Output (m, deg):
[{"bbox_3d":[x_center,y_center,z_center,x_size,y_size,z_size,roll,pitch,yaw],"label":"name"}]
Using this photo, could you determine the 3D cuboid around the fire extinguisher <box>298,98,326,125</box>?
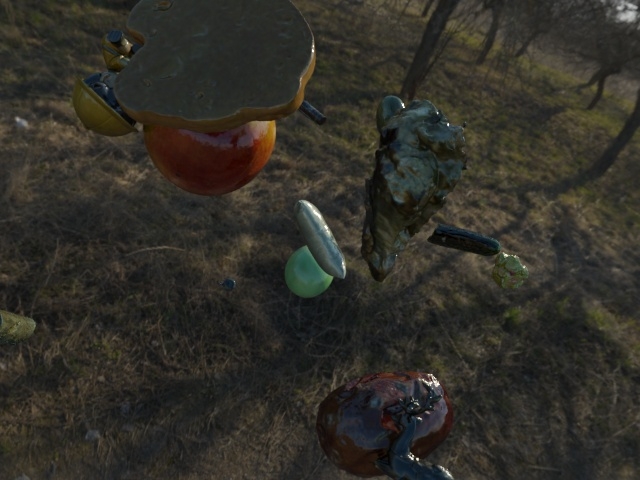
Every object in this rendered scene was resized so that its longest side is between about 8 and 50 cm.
[{"bbox_3d":[-0.044,-0.530,1.678,0.064,0.043,0.158,-40,67,-16],"label":"fire extinguisher"}]

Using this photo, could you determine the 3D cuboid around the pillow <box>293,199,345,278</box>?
[{"bbox_3d":[0.000,0.001,1.162,0.078,0.144,0.253,-29,93,-8],"label":"pillow"}]

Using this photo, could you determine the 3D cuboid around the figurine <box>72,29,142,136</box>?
[{"bbox_3d":[-0.543,-0.401,1.072,0.167,0.256,0.192,14,-1,6],"label":"figurine"}]

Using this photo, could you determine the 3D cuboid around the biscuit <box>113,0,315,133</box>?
[{"bbox_3d":[-0.189,-0.332,0.727,0.352,0.057,0.311,-16,74,-4],"label":"biscuit"}]

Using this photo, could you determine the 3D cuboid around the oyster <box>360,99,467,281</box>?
[{"bbox_3d":[0.146,-0.085,0.763,0.133,0.336,0.197,1,34,-12],"label":"oyster"}]

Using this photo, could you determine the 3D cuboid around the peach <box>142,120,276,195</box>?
[{"bbox_3d":[-0.330,-0.306,1.225,0.389,0.388,0.388,16,36,-12],"label":"peach"}]

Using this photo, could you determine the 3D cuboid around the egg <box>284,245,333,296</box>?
[{"bbox_3d":[-0.047,0.137,1.878,0.221,0.220,0.269,29,43,6],"label":"egg"}]

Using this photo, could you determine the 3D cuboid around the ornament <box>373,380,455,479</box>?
[{"bbox_3d":[0.253,0.466,0.966,0.202,0.235,0.080,14,-11,29],"label":"ornament"}]

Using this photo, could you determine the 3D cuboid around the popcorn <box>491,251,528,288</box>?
[{"bbox_3d":[0.544,0.088,1.194,0.109,0.097,0.089,56,-1,-37],"label":"popcorn"}]

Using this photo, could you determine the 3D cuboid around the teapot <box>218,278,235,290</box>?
[{"bbox_3d":[-0.379,0.184,1.660,0.064,0.083,0.049,-8,76,-21],"label":"teapot"}]

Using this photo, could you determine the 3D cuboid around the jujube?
[{"bbox_3d":[0.182,0.503,1.155,0.377,0.276,0.276,-13,49,-26],"label":"jujube"}]

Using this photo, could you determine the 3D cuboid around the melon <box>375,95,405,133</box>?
[{"bbox_3d":[0.263,-0.447,1.516,0.114,0.167,0.114,-3,8,0],"label":"melon"}]

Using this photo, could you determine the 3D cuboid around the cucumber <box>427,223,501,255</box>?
[{"bbox_3d":[0.460,-0.001,1.312,0.075,0.074,0.242,-15,23,-43],"label":"cucumber"}]

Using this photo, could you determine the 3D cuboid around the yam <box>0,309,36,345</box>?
[{"bbox_3d":[-0.981,0.270,1.268,0.107,0.183,0.106,3,68,-7],"label":"yam"}]
